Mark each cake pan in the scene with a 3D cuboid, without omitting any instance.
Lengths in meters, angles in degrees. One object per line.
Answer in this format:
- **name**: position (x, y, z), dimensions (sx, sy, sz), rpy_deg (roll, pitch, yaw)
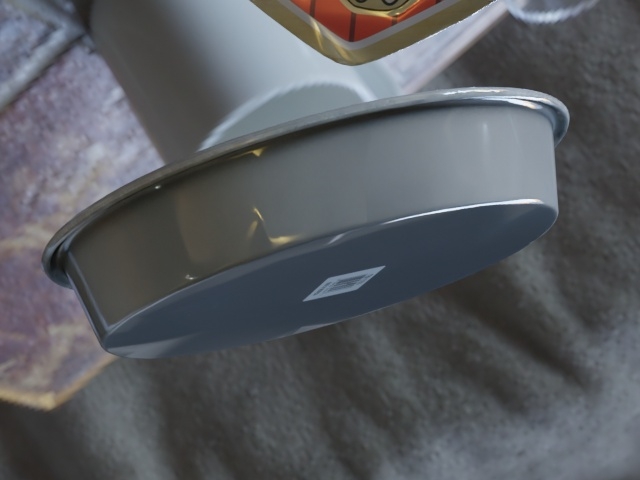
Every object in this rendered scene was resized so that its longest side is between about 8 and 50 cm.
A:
- **cake pan**: position (0.000, 0.000, 0.791), dimensions (0.293, 0.054, 0.293), rpy_deg (-16, 168, -4)

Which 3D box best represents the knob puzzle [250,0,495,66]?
- **knob puzzle**: position (0.017, -0.150, 0.475), dimensions (0.213, 0.213, 0.030), rpy_deg (-46, -171, 18)
